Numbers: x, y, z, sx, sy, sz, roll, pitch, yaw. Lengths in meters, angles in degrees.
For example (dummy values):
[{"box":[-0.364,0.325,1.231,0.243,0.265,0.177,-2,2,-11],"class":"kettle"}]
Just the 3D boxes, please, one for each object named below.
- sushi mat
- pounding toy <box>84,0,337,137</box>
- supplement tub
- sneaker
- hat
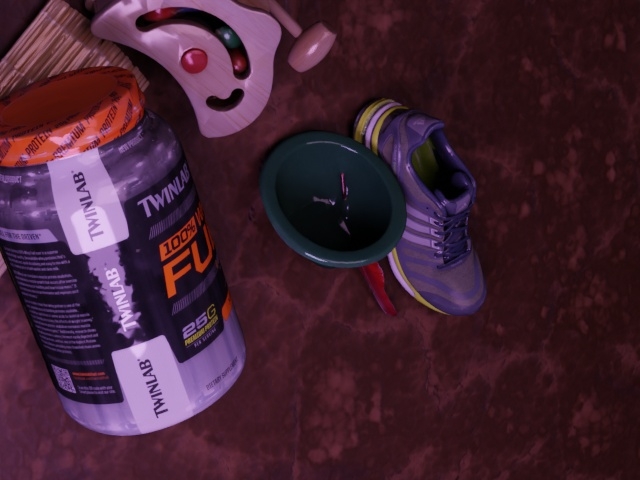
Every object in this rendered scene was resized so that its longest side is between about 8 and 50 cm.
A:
[{"box":[-0.318,-0.093,1.576,0.151,0.019,0.316,45,73,-32],"class":"sushi mat"},{"box":[-0.130,-0.222,1.656,0.269,0.155,0.154,22,114,-26],"class":"pounding toy"},{"box":[-0.213,0.009,1.535,0.207,0.207,0.338,-31,121,-27],"class":"supplement tub"},{"box":[0.138,-0.030,1.840,0.111,0.121,0.300,-38,117,-24],"class":"sneaker"},{"box":[0.000,0.000,1.813,0.173,0.183,0.208,-25,72,-27],"class":"hat"}]
